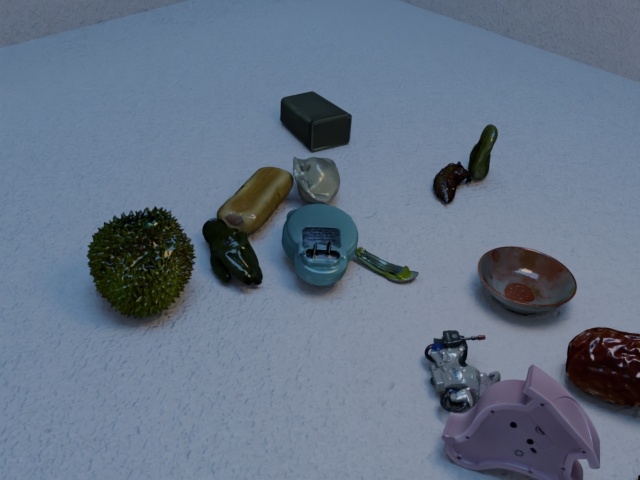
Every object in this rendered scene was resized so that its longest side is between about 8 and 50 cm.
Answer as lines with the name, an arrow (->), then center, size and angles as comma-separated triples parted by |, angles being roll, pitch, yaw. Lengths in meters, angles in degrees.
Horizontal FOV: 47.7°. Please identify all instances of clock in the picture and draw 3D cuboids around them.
clock -> 0.419, 0.415, 1.460 | 0.290, 0.275, 0.080 | 46, 37, -8

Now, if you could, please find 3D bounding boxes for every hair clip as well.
hair clip -> 0.175, 0.072, 1.999 | 0.188, 0.033, 0.060 | 26, 43, 21

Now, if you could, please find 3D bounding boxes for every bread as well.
bread -> -0.187, -0.117, 2.157 | 0.142, 0.091, 0.305 | 16, 38, 17

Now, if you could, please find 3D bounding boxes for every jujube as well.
jujube -> 0.698, 0.293, 1.668 | 0.251, 0.174, 0.174 | 7, 35, 20

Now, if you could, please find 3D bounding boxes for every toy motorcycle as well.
toy motorcycle -> 0.327, 0.300, 1.661 | 0.150, 0.102, 0.221 | -11, 38, -1

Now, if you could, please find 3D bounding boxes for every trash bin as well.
trash bin -> -0.025, -0.431, 2.584 | 0.164, 0.122, 0.240 | -18, 41, -28

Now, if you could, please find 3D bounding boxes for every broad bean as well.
broad bean -> 0.538, -0.290, 2.405 | 0.073, 0.206, 0.153 | 8, 61, 7

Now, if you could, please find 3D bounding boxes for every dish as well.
dish -> 0.544, 0.124, 1.937 | 0.260, 0.085, 0.260 | 4, 34, -3

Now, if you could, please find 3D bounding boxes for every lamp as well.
lamp -> -0.001, 0.010, 1.962 | 0.210, 0.147, 0.284 | 1, 28, -3

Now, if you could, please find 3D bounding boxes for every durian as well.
durian -> -0.449, 0.052, 1.803 | 0.291, 0.224, 0.291 | 6, 70, -16

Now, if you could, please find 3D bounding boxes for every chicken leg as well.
chicken leg -> 0.427, -0.195, 2.372 | 0.105, 0.063, 0.234 | 21, 41, 26

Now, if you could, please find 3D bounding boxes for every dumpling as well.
dumpling -> -0.017, -0.193, 2.240 | 0.163, 0.132, 0.250 | 21, 34, -10

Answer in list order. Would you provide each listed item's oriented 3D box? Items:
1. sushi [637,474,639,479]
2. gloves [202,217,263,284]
sushi -> 0.754, 0.485, 1.402 | 0.200, 0.213, 0.204 | 3, 44, -44
gloves -> -0.243, 0.030, 1.949 | 0.135, 0.107, 0.268 | -40, 52, -5
